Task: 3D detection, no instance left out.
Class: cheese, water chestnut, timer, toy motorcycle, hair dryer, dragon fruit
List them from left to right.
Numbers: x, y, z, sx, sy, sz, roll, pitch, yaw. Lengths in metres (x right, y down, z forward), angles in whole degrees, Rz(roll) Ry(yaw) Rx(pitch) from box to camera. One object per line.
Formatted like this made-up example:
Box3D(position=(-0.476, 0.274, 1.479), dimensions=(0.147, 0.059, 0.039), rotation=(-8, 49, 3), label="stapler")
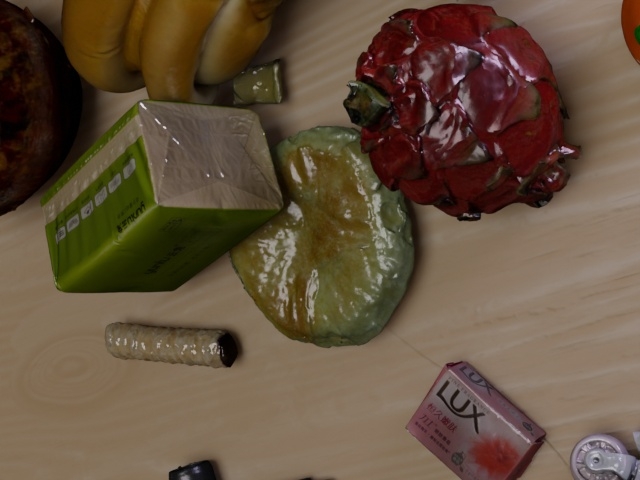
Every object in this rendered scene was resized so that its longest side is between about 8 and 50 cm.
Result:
Box3D(position=(-0.526, -0.197, 1.743), dimensions=(0.350, 0.302, 0.350), rotation=(7, 104, 31), label="water chestnut")
Box3D(position=(-0.097, 0.358, 1.717), dimensions=(0.255, 0.070, 0.128), rotation=(-20, 85, 23), label="hair dryer")
Box3D(position=(-0.083, -0.214, 1.640), dimensions=(0.084, 0.041, 0.060), rotation=(-4, 100, 28), label="cheese")
Box3D(position=(0.166, -0.144, 1.400), dimensions=(0.244, 0.244, 0.299), rotation=(-36, 118, 28), label="dragon fruit")
Box3D(position=(0.384, -0.239, 1.324), dimensions=(0.099, 0.136, 0.136), rotation=(-29, 82, 24), label="timer")
Box3D(position=(0.415, 0.287, 1.397), dimensions=(0.254, 0.112, 0.112), rotation=(22, 107, 27), label="toy motorcycle")

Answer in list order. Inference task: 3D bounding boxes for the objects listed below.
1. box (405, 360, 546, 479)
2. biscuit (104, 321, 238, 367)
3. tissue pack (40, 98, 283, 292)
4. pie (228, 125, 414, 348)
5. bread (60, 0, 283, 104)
Box3D(position=(0.197, 0.242, 1.528), dimensions=(0.156, 0.060, 0.111), rotation=(39, 112, 19), label="box")
Box3D(position=(-0.218, 0.151, 1.753), dimensions=(0.219, 0.055, 0.061), rotation=(0, 113, 29), label="biscuit")
Box3D(position=(-0.216, -0.049, 1.595), dimensions=(0.274, 0.200, 0.167), rotation=(-36, 62, 43), label="tissue pack")
Box3D(position=(0.000, 0.000, 1.602), dimensions=(0.306, 0.071, 0.306), rotation=(4, 97, 33), label="pie")
Box3D(position=(-0.155, -0.357, 1.545), dimensions=(0.245, 0.329, 0.424), rotation=(30, 123, -6), label="bread")
